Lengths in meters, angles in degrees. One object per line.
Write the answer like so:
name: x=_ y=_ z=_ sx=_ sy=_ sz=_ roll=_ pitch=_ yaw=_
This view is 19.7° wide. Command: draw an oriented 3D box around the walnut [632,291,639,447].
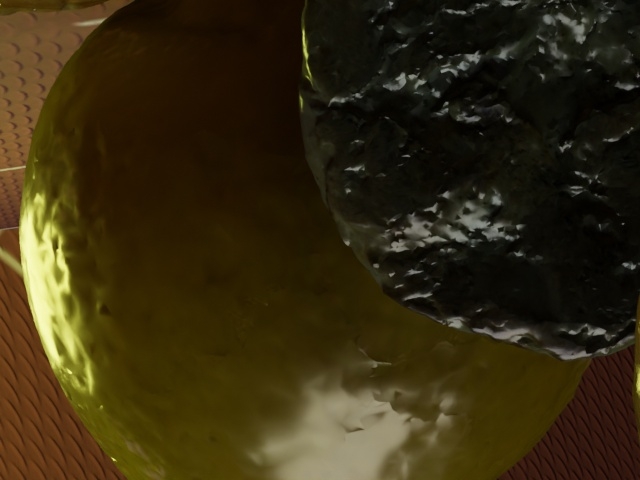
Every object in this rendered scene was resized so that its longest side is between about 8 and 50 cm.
walnut: x=0.285 y=-0.004 z=0.618 sx=0.384 sy=0.383 sz=0.383 roll=-7 pitch=177 yaw=0

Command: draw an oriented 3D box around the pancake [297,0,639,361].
pancake: x=0.111 y=-0.065 z=0.816 sx=0.254 sy=0.253 sz=0.037 roll=-7 pitch=-162 yaw=1

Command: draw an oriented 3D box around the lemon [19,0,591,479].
lemon: x=0.000 y=0.000 z=1.007 sx=0.348 sy=0.348 sz=0.348 roll=-7 pitch=177 yaw=0

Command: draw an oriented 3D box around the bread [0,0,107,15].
bread: x=-0.152 y=-0.129 z=0.838 sx=0.132 sy=0.053 sz=0.074 roll=-4 pitch=176 yaw=-8
